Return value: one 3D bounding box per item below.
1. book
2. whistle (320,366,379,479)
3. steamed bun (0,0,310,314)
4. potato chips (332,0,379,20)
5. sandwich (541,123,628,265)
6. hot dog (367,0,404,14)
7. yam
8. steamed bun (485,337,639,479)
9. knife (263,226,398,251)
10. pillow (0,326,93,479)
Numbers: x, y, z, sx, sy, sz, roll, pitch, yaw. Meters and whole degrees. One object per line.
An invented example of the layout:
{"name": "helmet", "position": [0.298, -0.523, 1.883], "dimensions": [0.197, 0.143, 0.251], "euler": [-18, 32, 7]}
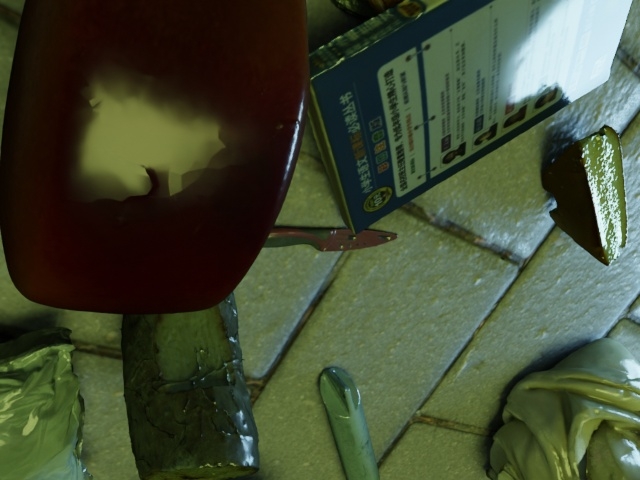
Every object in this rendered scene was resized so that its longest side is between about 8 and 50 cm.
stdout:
{"name": "book", "position": [0.189, -0.194, 0.707], "dimensions": [0.428, 0.039, 0.300], "euler": [-31, 149, -7]}
{"name": "whistle", "position": [0.054, 0.334, 1.010], "dimensions": [0.062, 0.062, 0.312], "euler": [-22, 126, -12]}
{"name": "steamed bun", "position": [-0.149, -0.093, 0.539], "dimensions": [0.235, 0.248, 0.379], "euler": [7, 114, -30]}
{"name": "potato chips", "position": [0.105, -0.314, 0.668], "dimensions": [0.209, 0.026, 0.142], "euler": [-40, 127, 3]}
{"name": "sandwich", "position": [0.404, -0.075, 0.919], "dimensions": [0.090, 0.088, 0.244], "euler": [-36, 124, -13]}
{"name": "hot dog", "position": [0.045, -0.323, 0.588], "dimensions": [0.109, 0.072, 0.269], "euler": [-30, 120, 5]}
{"name": "yam", "position": [-0.159, 0.170, 0.720], "dimensions": [0.154, 0.254, 0.154], "euler": [-12, 145, -9]}
{"name": "steamed bun", "position": [0.513, 0.401, 1.160], "dimensions": [0.347, 0.237, 0.394], "euler": [23, 106, -35]}
{"name": "knife", "position": [0.000, 0.000, 0.810], "dimensions": [0.248, 0.018, 0.035], "euler": [1, 116, -27]}
{"name": "pillow", "position": [-0.421, 0.251, 0.684], "dimensions": [0.310, 0.138, 0.283], "euler": [-12, 124, -22]}
